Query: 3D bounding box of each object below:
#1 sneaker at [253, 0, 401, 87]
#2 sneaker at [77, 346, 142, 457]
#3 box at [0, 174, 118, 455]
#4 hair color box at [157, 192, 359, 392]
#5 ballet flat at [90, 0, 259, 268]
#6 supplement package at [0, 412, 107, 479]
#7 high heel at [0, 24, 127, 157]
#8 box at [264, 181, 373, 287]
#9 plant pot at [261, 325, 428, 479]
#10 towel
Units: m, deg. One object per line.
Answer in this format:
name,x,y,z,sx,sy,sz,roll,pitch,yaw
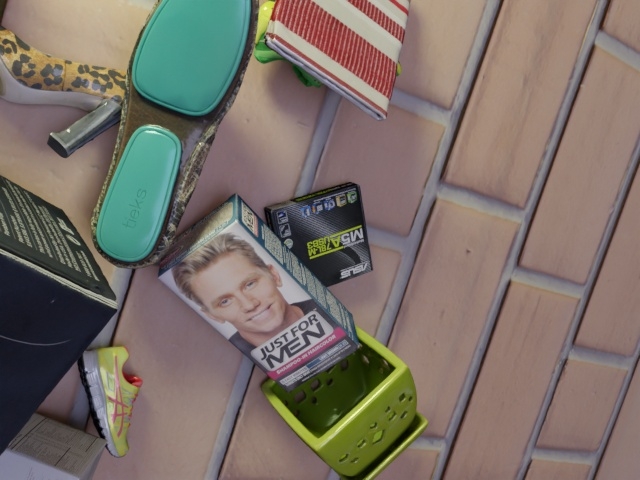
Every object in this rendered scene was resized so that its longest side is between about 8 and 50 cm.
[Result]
sneaker,0.010,-0.332,1.122,0.295,0.109,0.124,7,126,-32
sneaker,-0.347,0.276,1.093,0.094,0.081,0.209,-17,112,-30
box,-0.591,0.094,0.712,0.480,0.297,0.471,-50,136,0
hair color box,-0.101,0.103,1.124,0.173,0.105,0.347,-35,119,14
ballet flat,-0.223,-0.190,0.980,0.164,0.182,0.483,22,103,-5
supplement package,-0.474,0.382,0.975,0.203,0.149,0.194,23,93,-4
high heel,-0.395,-0.271,0.946,0.261,0.093,0.186,52,54,-15
box,0.000,0.000,1.219,0.190,0.045,0.184,-18,109,-22
plant pot,0.059,0.326,1.237,0.228,0.227,0.207,-39,124,-14
towel,0.042,-0.379,1.052,0.237,0.037,0.329,28,59,-25
